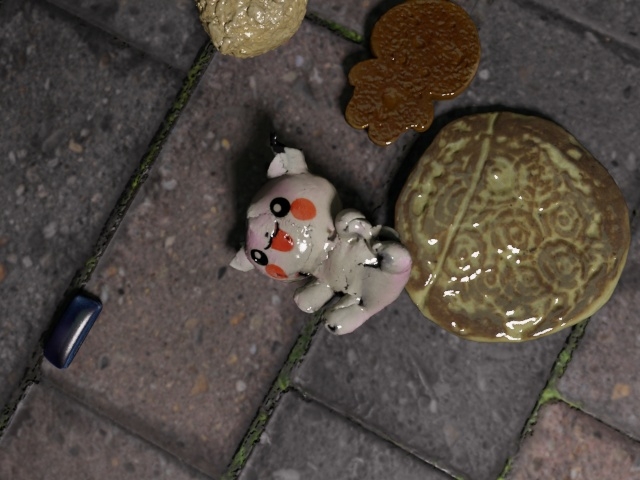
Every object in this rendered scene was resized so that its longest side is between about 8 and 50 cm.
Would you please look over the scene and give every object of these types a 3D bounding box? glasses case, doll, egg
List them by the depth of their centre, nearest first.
[{"bbox_3d":[0.000,0.000,0.600,0.192,0.095,0.149,32,118,7],"label":"doll"},{"bbox_3d":[-0.071,-0.255,0.620,0.116,0.118,0.140,26,96,-12],"label":"egg"},{"bbox_3d":[-0.272,0.098,0.648,0.034,0.023,0.083,29,87,3],"label":"glasses case"}]

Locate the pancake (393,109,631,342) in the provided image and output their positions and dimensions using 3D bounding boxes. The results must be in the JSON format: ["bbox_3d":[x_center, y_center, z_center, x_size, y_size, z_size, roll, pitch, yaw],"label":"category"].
[{"bbox_3d":[0.198,-0.012,0.627,0.250,0.031,0.250,0,85,4],"label":"pancake"}]

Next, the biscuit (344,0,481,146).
[{"bbox_3d":[0.096,-0.185,0.649,0.124,0.026,0.175,38,88,7],"label":"biscuit"}]
